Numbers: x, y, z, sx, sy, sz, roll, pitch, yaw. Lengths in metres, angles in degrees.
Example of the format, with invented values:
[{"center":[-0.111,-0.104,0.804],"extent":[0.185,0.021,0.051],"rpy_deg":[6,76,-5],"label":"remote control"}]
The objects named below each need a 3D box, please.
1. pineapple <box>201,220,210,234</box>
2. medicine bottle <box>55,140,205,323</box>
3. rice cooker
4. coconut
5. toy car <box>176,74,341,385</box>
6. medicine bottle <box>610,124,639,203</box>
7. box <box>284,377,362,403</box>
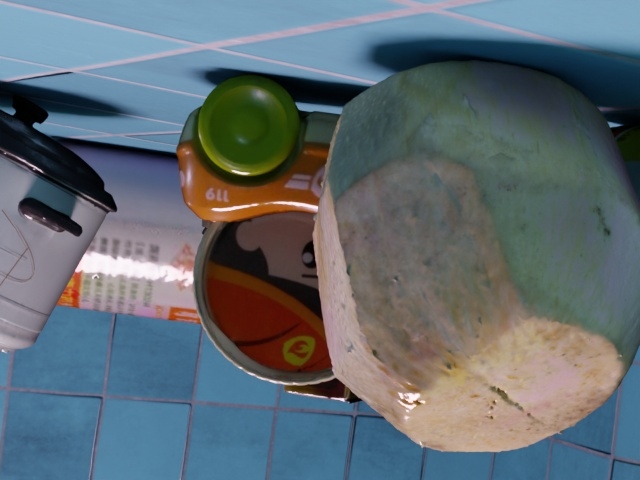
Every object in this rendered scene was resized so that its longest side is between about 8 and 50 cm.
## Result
[{"center":[-0.036,-0.028,1.479],"extent":[0.170,0.141,0.310],"rpy_deg":[-31,162,15],"label":"pineapple"},{"center":[-0.183,-0.002,1.880],"extent":[0.388,0.219,0.219],"rpy_deg":[7,179,-9],"label":"medicine bottle"},{"center":[-0.329,-0.032,1.344],"extent":[0.241,0.227,0.280],"rpy_deg":[32,175,-42],"label":"rice cooker"},{"center":[0.096,-0.003,0.852],"extent":[0.197,0.237,0.237],"rpy_deg":[-6,179,-2],"label":"coconut"},{"center":[0.000,0.000,1.044],"extent":[0.235,0.235,0.145],"rpy_deg":[7,179,5],"label":"toy car"},{"center":[0.264,-0.008,0.914],"extent":[0.139,0.139,0.225],"rpy_deg":[8,178,-32],"label":"medicine bottle"},{"center":[0.036,0.024,1.294],"extent":[0.071,0.240,0.159],"rpy_deg":[6,178,22],"label":"box"}]
